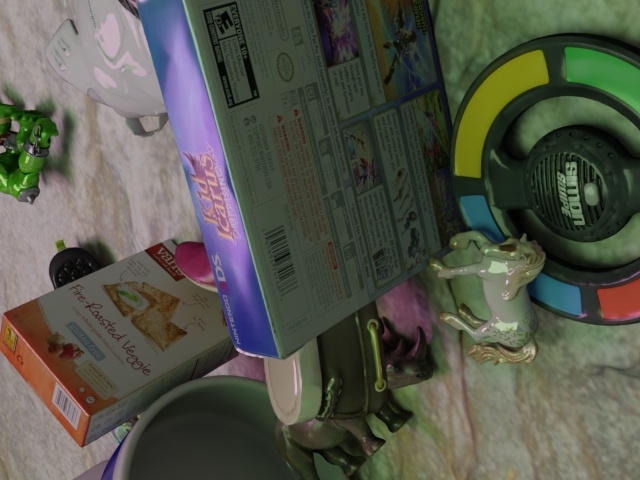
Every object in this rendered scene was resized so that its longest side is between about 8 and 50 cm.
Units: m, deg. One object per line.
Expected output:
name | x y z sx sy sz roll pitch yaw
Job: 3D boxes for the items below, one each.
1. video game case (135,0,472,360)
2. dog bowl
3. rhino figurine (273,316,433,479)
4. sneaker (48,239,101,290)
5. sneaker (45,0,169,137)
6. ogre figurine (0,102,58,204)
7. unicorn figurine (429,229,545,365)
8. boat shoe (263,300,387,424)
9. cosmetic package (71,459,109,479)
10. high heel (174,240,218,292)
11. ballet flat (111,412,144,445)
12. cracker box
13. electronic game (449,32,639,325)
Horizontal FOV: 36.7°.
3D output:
video game case | 0.004 -0.082 0.748 0.061 0.244 0.269 3 113 46
dog bowl | -0.102 0.286 1.039 0.265 0.265 0.104 53 139 9
rhino figurine | 0.033 0.163 0.980 0.106 0.073 0.243 45 126 11
sneaker | -0.302 0.107 1.306 0.097 0.084 0.234 17 125 68
sneaker | -0.206 -0.274 0.935 0.210 0.137 0.365 -24 97 46
ogre figurine | -0.408 -0.117 1.265 0.197 0.097 0.118 13 103 23
unicorn figurine | 0.139 0.035 0.770 0.111 0.060 0.162 11 142 46
boat shoe | 0.000 0.000 0.875 0.116 0.097 0.324 147 120 -64
cosmetic package | -0.202 0.424 1.292 0.453 0.161 0.230 -17 100 48
high heel | -0.069 0.012 1.022 0.244 0.082 0.117 26 96 51
ballet flat | -0.294 0.202 1.351 0.188 0.070 0.070 52 138 8
cracker box | -0.214 0.106 1.078 0.156 0.232 0.067 43 134 20
electronic game | 0.194 -0.042 0.726 0.229 0.048 0.229 23 125 36
